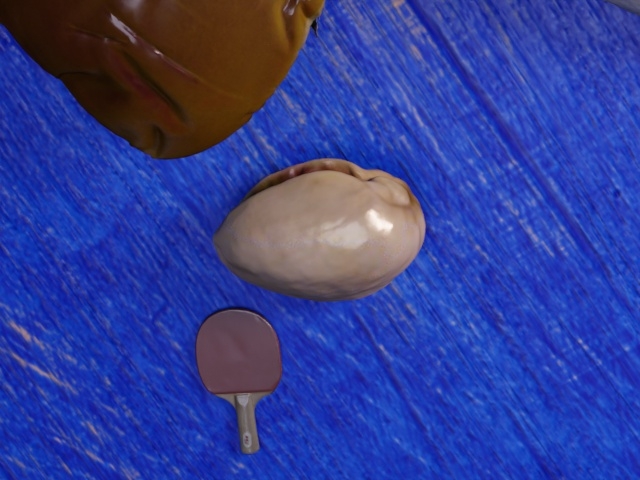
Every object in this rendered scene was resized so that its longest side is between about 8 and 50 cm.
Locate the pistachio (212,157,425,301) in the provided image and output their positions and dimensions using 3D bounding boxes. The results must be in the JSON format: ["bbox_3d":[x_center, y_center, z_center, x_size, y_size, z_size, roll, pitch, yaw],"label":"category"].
[{"bbox_3d":[0.000,0.000,1.870,0.200,0.117,0.145,-14,112,15],"label":"pistachio"}]

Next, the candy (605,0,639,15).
[{"bbox_3d":[0.350,-0.352,1.651,0.427,0.186,0.386,33,108,-5],"label":"candy"}]

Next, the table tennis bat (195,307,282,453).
[{"bbox_3d":[-0.079,0.140,1.993,0.087,0.013,0.157,-4,108,9],"label":"table tennis bat"}]

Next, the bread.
[{"bbox_3d":[-0.140,-0.234,1.750,0.279,0.225,0.250,41,113,-11],"label":"bread"}]
